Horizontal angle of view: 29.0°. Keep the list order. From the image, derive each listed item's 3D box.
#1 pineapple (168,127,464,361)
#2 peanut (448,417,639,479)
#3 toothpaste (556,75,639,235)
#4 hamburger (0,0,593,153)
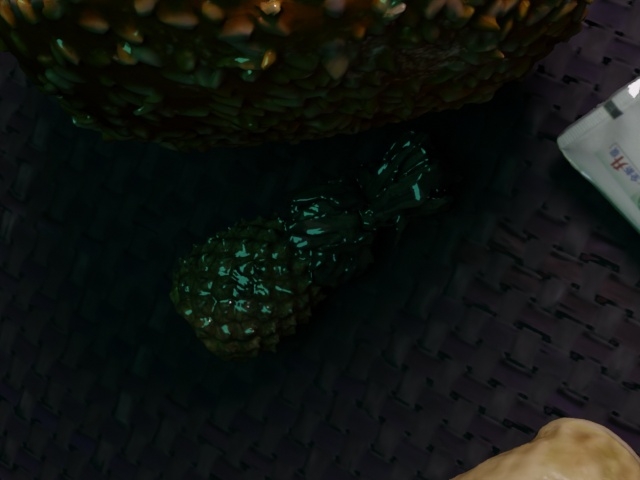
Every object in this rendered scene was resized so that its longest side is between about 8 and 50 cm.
[{"bbox_3d":[0.000,0.000,0.646,0.159,0.074,0.074,-35,75,15],"label":"pineapple"},{"bbox_3d":[0.082,0.205,0.576,0.137,0.122,0.253,9,88,15],"label":"peanut"},{"bbox_3d":[0.196,0.017,0.571,0.064,0.041,0.218,-36,72,8],"label":"toothpaste"},{"bbox_3d":[-0.021,-0.156,0.545,0.291,0.291,0.225,-11,81,24],"label":"hamburger"}]
